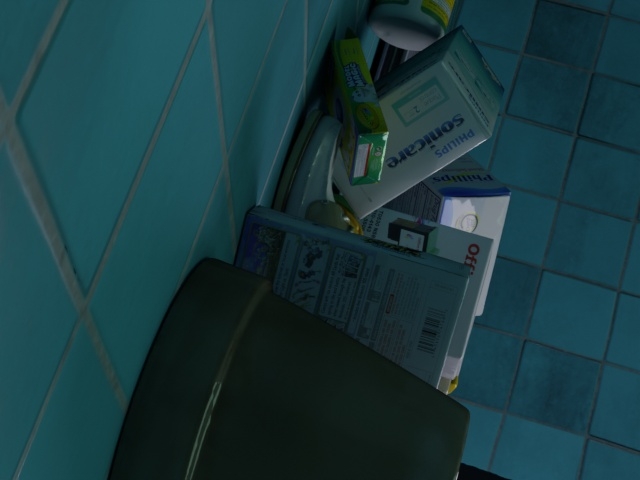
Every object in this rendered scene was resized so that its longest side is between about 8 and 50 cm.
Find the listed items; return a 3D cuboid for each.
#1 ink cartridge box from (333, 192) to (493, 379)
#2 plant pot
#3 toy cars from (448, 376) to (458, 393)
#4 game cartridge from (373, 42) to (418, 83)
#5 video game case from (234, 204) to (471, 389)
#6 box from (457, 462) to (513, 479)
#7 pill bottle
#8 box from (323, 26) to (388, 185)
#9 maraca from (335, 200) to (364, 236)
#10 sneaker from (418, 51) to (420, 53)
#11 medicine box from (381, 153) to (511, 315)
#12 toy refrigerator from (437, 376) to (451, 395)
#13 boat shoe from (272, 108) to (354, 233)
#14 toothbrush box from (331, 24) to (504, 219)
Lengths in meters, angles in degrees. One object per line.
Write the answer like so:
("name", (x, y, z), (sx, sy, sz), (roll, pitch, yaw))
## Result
("ink cartridge box", (0.101, 0.066, 1.947), (0.117, 0.278, 0.201), (92, 15, -69))
("plant pot", (-0.019, 0.207, 1.217), (0.323, 0.280, 0.323), (16, 90, -85))
("toy cars", (0.115, 0.265, 2.289), (0.176, 0.087, 0.394), (-59, -168, -16))
("game cartridge", (0.117, -0.263, 2.296), (0.230, 0.068, 0.355), (97, 10, -80))
("video game case", (0.010, 0.123, 1.417), (0.061, 0.244, 0.269), (-55, 161, -76))
("box", (0.107, 0.479, 1.886), (0.179, 0.312, 0.343), (96, 14, -68))
("pill bottle", (0.155, -0.403, 1.969), (0.117, 0.117, 0.208), (86, 20, -73))
("box", (0.040, -0.170, 1.625), (0.105, 0.043, 0.179), (97, -17, -54))
("maraca", (0.000, 0.000, 1.724), (0.186, 0.099, 0.127), (19, 59, -68))
("sneaker", (0.164, -0.240, 2.528), (0.121, 0.112, 0.299), (-52, 158, -75))
("medicine box", (0.199, -0.034, 2.429), (0.289, 0.149, 0.263), (-130, -138, -51))
("toy refrigerator", (0.070, 0.185, 2.018), (0.094, 0.269, 0.102), (99, 8, -47))
("boat shoe", (-0.009, -0.004, 1.570), (0.113, 0.103, 0.302), (43, 62, -81))
("toothbrush box", (0.129, -0.171, 1.819), (0.216, 0.126, 0.295), (-32, -170, 20))
